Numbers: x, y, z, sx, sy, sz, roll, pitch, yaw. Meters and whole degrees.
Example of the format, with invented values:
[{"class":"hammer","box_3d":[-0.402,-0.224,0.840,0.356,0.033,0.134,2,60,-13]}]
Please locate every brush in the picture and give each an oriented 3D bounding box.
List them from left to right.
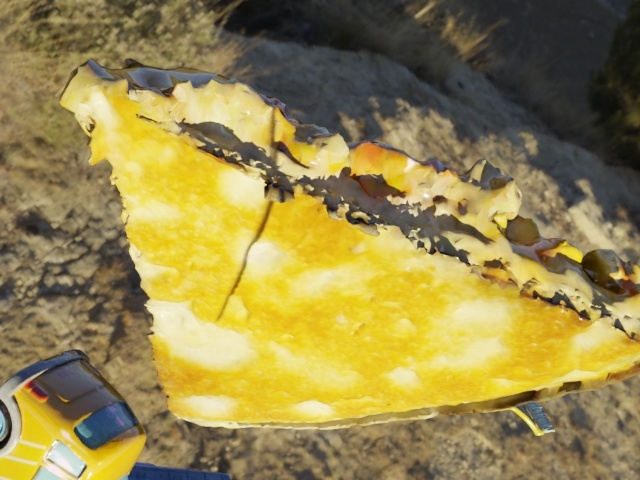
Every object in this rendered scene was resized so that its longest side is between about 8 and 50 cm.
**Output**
[{"class":"brush","box_3d":[0.172,0.148,0.812,0.205,0.011,0.083,18,39,-61]}]

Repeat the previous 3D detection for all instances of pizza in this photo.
[{"class":"pizza","box_3d":[0.000,0.000,0.612,0.406,0.440,0.130,51,37,-37]}]

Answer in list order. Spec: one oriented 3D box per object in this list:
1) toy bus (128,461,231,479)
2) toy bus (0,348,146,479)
[{"class":"toy bus","box_3d":[-0.249,0.406,1.358,0.237,0.079,0.094,18,33,-34]},{"class":"toy bus","box_3d":[-0.257,0.218,0.798,0.136,0.209,0.126,38,16,11]}]
